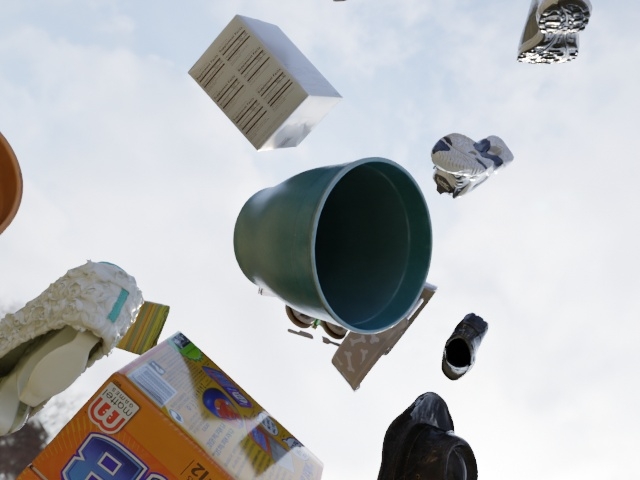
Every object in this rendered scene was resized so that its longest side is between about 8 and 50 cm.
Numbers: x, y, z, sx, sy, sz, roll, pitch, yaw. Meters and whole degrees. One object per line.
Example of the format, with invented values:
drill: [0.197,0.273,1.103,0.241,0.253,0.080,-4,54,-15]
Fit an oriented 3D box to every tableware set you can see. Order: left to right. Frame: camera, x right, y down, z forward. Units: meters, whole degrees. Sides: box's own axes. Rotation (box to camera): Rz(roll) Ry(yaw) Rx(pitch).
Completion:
tableware set: [-0.002,0.186,2.018,0.039,0.194,0.128,-41,-138,35]

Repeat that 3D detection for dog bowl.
dog bowl: [0.157,0.224,2.084,0.102,0.349,0.348,38,-36,11]

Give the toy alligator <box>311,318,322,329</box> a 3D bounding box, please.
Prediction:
toy alligator: [-0.033,0.210,2.345,0.051,0.056,0.189,25,-13,26]

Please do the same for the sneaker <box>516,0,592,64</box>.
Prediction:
sneaker: [0.398,-0.379,1.393,0.271,0.100,0.107,82,10,-76]

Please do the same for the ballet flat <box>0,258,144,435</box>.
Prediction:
ballet flat: [-0.395,0.173,1.075,0.409,0.147,0.147,-39,-97,25]

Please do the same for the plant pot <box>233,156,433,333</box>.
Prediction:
plant pot: [0.000,0.000,1.341,0.255,0.272,0.271,5,-59,47]

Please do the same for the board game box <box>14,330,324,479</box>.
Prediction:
board game box: [-0.250,0.412,1.277,0.356,0.356,0.356,42,5,1]

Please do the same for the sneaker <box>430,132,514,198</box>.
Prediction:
sneaker: [0.263,-0.135,1.614,0.153,0.235,0.094,-45,-107,38]

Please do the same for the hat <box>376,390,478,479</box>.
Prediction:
hat: [0.232,0.474,1.614,0.134,0.331,0.331,10,-55,36]

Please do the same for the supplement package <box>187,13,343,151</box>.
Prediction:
supplement package: [-0.100,-0.293,1.547,0.149,0.194,0.203,-44,-98,20]

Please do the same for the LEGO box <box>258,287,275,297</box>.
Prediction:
LEGO box: [0.011,0.043,2.489,0.500,0.373,0.193,110,-13,-72]

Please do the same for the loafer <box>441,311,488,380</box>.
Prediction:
loafer: [0.284,0.231,1.683,0.076,0.078,0.223,35,-33,18]

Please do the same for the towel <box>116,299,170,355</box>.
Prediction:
towel: [-0.369,0.156,1.547,0.237,0.102,0.021,6,-22,46]

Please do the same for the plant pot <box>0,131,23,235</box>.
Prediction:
plant pot: [-0.611,-0.055,1.191,0.291,0.291,0.203,54,-49,7]
